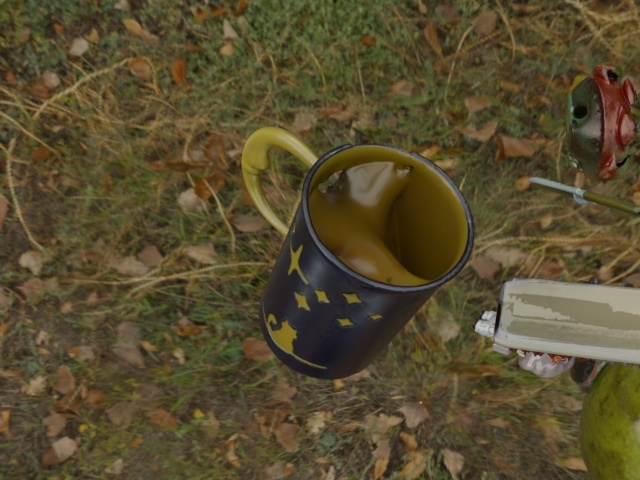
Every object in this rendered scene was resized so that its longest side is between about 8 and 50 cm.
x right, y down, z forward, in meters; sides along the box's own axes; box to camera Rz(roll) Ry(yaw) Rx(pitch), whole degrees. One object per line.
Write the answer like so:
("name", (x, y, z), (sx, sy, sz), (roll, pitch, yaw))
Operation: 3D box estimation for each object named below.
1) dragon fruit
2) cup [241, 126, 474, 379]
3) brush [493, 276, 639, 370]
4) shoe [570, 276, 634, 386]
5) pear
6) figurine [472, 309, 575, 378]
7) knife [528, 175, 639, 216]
("dragon fruit", (0.636, -0.263, 1.619), (0.130, 0.268, 0.295), (0, 44, 15))
("cup", (0.021, 0.002, 0.804), (0.179, 0.256, 0.254), (-6, 61, -23))
("brush", (0.293, 0.074, 0.518), (0.321, 0.050, 0.060), (4, 61, 22))
("shoe", (0.548, 0.191, 1.474), (0.137, 0.290, 0.114), (20, 42, 20))
("pear", (0.560, 0.264, 0.998), (0.352, 0.413, 0.351), (14, 61, -25))
("figurine", (0.416, 0.202, 1.407), (0.229, 0.111, 0.137), (20, 37, 25))
("knife", (0.499, -0.083, 1.358), (0.061, 0.343, 0.027), (22, 96, -24))
